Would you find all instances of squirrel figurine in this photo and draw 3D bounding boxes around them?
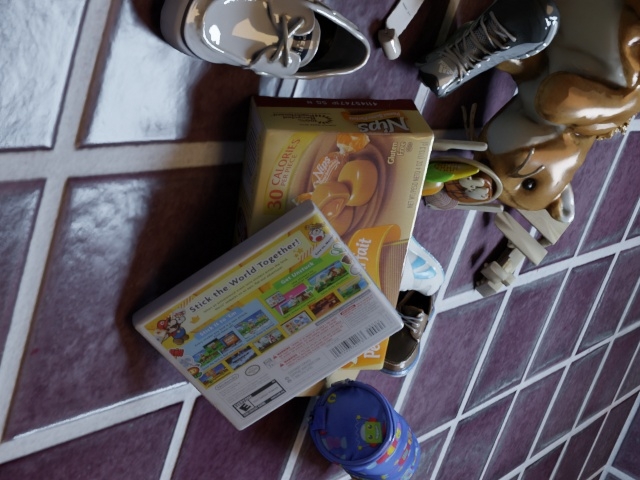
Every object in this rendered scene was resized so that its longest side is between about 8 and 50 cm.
[{"bbox_3d":[0.381,-0.214,1.595,0.397,0.281,0.370,-14,134,-51],"label":"squirrel figurine"}]

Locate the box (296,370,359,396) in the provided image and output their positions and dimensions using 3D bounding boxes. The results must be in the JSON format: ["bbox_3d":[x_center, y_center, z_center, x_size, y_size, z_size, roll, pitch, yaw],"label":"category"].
[{"bbox_3d":[0.030,0.145,1.575,0.164,0.021,0.201,-63,157,3],"label":"box"}]

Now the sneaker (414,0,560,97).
[{"bbox_3d":[0.189,-0.227,1.363,0.132,0.086,0.228,-37,-177,-21],"label":"sneaker"}]

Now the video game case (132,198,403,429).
[{"bbox_3d":[-0.052,0.086,1.212,0.227,0.026,0.206,-33,127,7],"label":"video game case"}]

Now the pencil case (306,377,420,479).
[{"bbox_3d":[0.066,0.294,1.657,0.306,0.133,0.119,58,45,-67],"label":"pencil case"}]

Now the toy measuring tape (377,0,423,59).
[{"bbox_3d":[0.201,-0.336,1.334,0.330,0.121,0.121,-54,152,-13],"label":"toy measuring tape"}]

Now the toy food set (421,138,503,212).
[{"bbox_3d":[0.181,-0.073,1.533,0.192,0.132,0.038,58,41,-58],"label":"toy food set"}]

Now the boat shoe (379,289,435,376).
[{"bbox_3d":[0.125,0.125,1.664,0.183,0.066,0.066,-62,163,-50],"label":"boat shoe"}]

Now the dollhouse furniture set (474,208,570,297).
[{"bbox_3d":[0.307,-0.008,1.908,0.144,0.123,0.151,-48,-175,-23],"label":"dollhouse furniture set"}]

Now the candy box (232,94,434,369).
[{"bbox_3d":[0.000,0.000,1.243,0.183,0.087,0.316,1,124,-15],"label":"candy box"}]

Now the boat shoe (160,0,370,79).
[{"bbox_3d":[-0.042,-0.198,1.080,0.267,0.088,0.096,3,113,-60],"label":"boat shoe"}]

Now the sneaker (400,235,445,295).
[{"bbox_3d":[0.096,0.032,1.542,0.092,0.087,0.228,-53,145,-1],"label":"sneaker"}]
